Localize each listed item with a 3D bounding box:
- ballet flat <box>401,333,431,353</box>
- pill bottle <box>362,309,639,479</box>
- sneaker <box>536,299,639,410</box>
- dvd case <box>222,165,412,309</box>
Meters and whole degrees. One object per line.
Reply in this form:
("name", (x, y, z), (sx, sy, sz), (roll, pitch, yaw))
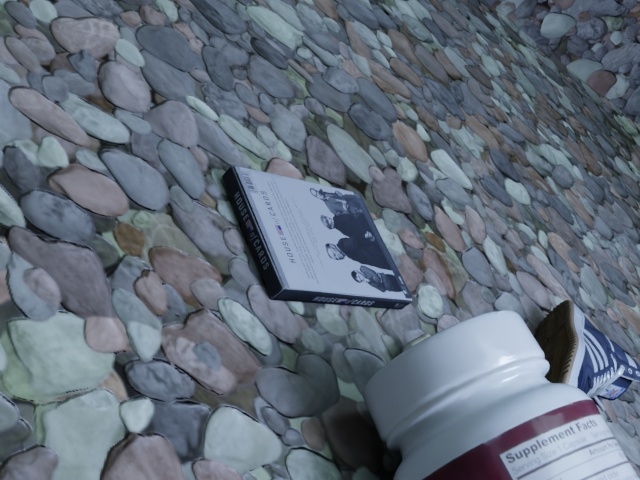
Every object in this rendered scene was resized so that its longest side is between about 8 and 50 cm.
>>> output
("ballet flat", (0.168, 0.181, 1.115), (0.052, 0.057, 0.168), (-40, 87, -25))
("pill bottle", (0.207, 0.280, 0.896), (0.224, 0.224, 0.392), (5, 51, -49))
("sneaker", (0.385, 0.202, 1.334), (0.153, 0.099, 0.282), (44, 28, -3))
("dvd case", (0.000, 0.000, 1.147), (0.238, 0.029, 0.179), (8, 48, -47))
